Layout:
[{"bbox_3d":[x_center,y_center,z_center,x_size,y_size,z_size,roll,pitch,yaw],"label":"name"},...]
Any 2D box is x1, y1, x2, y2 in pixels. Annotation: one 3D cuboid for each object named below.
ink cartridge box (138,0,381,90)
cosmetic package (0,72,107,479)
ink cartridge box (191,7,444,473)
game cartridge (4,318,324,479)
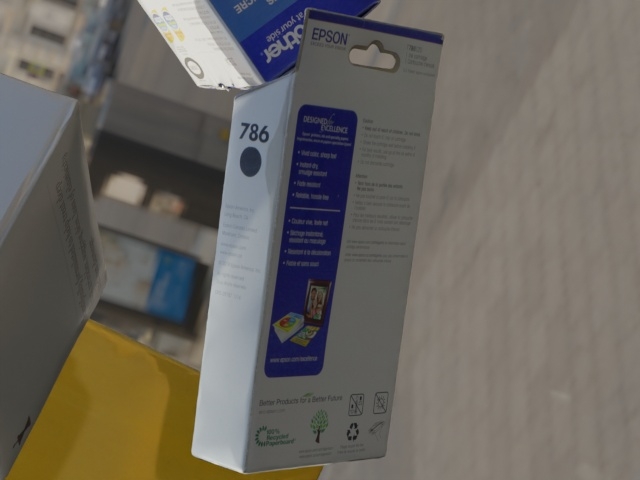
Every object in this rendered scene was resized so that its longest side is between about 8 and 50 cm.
[{"bbox_3d":[-0.107,-0.292,1.566,0.151,0.395,0.270,-36,15,-11],"label":"ink cartridge box"},{"bbox_3d":[-0.325,-0.028,0.900,0.217,0.385,0.156,100,-169,-63],"label":"cosmetic package"},{"bbox_3d":[0.000,0.000,1.205,0.065,0.165,0.332,13,96,41],"label":"ink cartridge box"},{"bbox_3d":[-0.188,0.228,1.390,0.285,0.324,0.052,-65,2,-13],"label":"game cartridge"}]
